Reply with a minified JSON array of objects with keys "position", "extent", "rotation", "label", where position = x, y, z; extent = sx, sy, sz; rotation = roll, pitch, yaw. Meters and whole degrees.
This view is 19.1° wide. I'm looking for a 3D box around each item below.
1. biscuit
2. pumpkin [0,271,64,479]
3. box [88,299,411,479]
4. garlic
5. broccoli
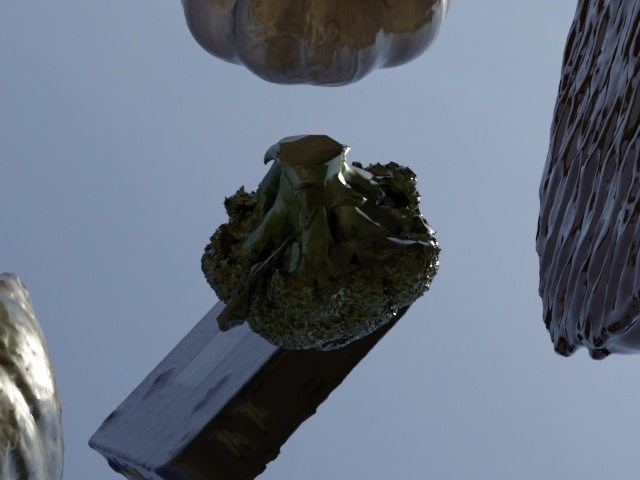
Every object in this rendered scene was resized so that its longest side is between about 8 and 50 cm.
[{"position":[0.109,-0.093,0.462],"extent":[0.037,0.262,0.262],"rotation":[16,-128,-5],"label":"biscuit"},{"position":[-0.184,0.100,0.826],"extent":[0.111,0.278,0.163],"rotation":[-16,-84,-46],"label":"pumpkin"},{"position":[-0.060,0.096,1.378],"extent":[0.211,0.350,0.058],"rotation":[-45,-81,-13],"label":"box"},{"position":[-0.004,-0.216,1.555],"extent":[0.228,0.152,0.228],"rotation":[-1,-152,0],"label":"garlic"},{"position":[0.000,0.000,1.038],"extent":[0.131,0.120,0.130],"rotation":[-3,-146,4],"label":"broccoli"}]
